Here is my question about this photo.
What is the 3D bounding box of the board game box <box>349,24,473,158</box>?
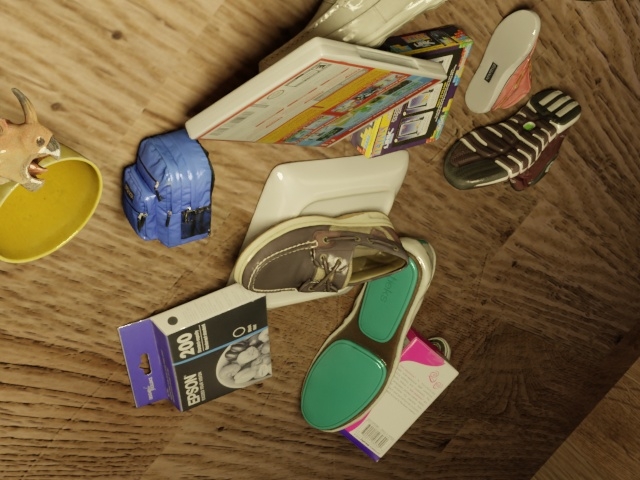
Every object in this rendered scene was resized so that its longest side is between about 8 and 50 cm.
[{"bbox_3d":[0.125,-0.206,1.467,0.141,0.048,0.170,-16,139,-35],"label":"board game box"}]

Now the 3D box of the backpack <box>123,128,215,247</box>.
[{"bbox_3d":[-0.176,-0.062,1.235,0.101,0.098,0.120,-18,140,-32],"label":"backpack"}]

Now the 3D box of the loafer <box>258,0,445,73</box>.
[{"bbox_3d":[0.055,-0.287,1.249,0.319,0.111,0.112,-33,-177,3],"label":"loafer"}]

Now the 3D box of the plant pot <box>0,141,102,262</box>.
[{"bbox_3d":[-0.306,-0.058,1.081,0.134,0.095,0.134,-38,155,-21],"label":"plant pot"}]

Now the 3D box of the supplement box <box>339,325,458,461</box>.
[{"bbox_3d":[0.127,0.270,1.921,0.111,0.114,0.220,41,96,-16],"label":"supplement box"}]

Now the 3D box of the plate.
[{"bbox_3d":[0.000,0.000,1.563,0.278,0.045,0.277,-10,135,-43],"label":"plate"}]

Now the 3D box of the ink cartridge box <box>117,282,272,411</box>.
[{"bbox_3d":[-0.173,0.162,1.514,0.208,0.045,0.206,-20,142,-16],"label":"ink cartridge box"}]

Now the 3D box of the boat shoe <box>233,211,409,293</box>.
[{"bbox_3d":[0.012,0.027,1.475,0.285,0.092,0.103,-10,135,-42],"label":"boat shoe"}]

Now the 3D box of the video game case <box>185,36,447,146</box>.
[{"bbox_3d":[0.002,-0.169,1.268,0.204,0.025,0.285,-28,167,32],"label":"video game case"}]

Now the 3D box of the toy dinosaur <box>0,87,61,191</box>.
[{"bbox_3d":[-0.405,-0.081,0.935,0.295,0.127,0.200,17,104,-38],"label":"toy dinosaur"}]

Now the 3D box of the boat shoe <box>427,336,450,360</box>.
[{"bbox_3d":[0.157,0.260,2.016,0.219,0.078,0.070,-41,150,-4],"label":"boat shoe"}]

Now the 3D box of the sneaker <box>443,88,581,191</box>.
[{"bbox_3d":[0.310,-0.120,1.732,0.281,0.106,0.162,-30,149,-24],"label":"sneaker"}]

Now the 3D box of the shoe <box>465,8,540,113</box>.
[{"bbox_3d":[0.287,-0.267,1.577,0.081,0.063,0.178,-13,142,-43],"label":"shoe"}]

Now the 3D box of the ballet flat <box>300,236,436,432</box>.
[{"bbox_3d":[0.095,0.160,1.798,0.139,0.139,0.400,-7,131,-46],"label":"ballet flat"}]
